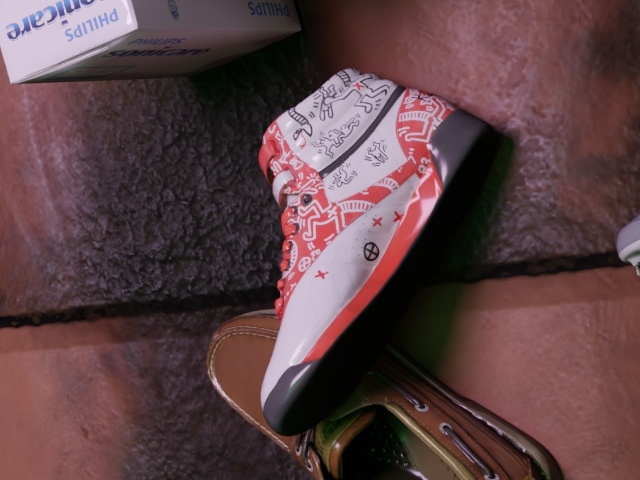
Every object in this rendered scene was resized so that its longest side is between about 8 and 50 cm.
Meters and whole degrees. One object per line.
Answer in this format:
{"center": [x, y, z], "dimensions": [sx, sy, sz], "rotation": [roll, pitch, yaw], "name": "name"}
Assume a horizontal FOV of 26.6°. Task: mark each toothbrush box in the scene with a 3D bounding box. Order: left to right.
{"center": [-0.154, -0.274, 1.003], "dimensions": [0.126, 0.216, 0.296], "rotation": [-18, 89, 31], "name": "toothbrush box"}

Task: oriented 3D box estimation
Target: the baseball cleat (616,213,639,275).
{"center": [0.280, -0.060, 0.896], "dimensions": [0.205, 0.072, 0.109], "rotation": [-28, 68, 26], "name": "baseball cleat"}

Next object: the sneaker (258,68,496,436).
{"center": [0.001, 0.000, 0.989], "dimensions": [0.145, 0.090, 0.270], "rotation": [29, 81, 24], "name": "sneaker"}

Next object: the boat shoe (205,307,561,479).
{"center": [0.030, 0.136, 1.022], "dimensions": [0.307, 0.104, 0.111], "rotation": [21, 106, 24], "name": "boat shoe"}
